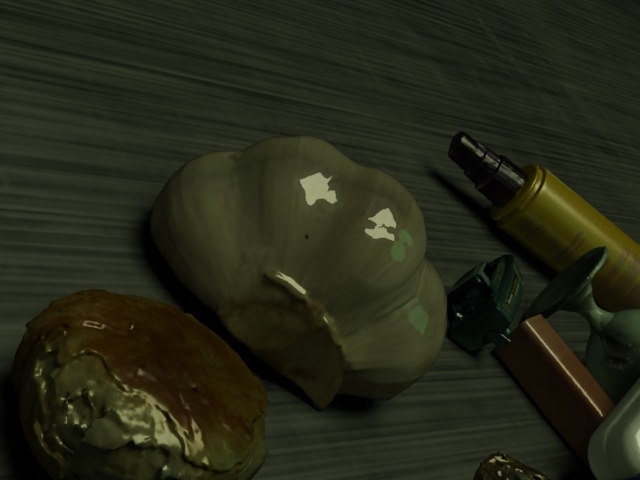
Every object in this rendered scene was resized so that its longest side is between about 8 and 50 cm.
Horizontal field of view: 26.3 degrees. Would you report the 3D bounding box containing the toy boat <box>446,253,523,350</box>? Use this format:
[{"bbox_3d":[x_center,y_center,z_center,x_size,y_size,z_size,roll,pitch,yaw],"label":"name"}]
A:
[{"bbox_3d":[0.148,0.045,1.203,0.060,0.055,0.141,48,25,-6],"label":"toy boat"}]

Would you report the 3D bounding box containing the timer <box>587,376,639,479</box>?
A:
[{"bbox_3d":[0.344,0.167,1.148,0.253,0.078,0.178,-40,98,-38],"label":"timer"}]

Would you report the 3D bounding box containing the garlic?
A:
[{"bbox_3d":[0.000,0.000,0.963,0.229,0.143,0.178,27,31,-15],"label":"garlic"}]

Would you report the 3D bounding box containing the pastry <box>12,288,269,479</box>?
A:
[{"bbox_3d":[-0.097,0.089,0.750,0.153,0.081,0.153,30,31,-20],"label":"pastry"}]

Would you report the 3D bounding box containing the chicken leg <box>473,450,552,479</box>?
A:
[{"bbox_3d":[0.181,0.222,0.987,0.198,0.069,0.085,35,2,-33],"label":"chicken leg"}]

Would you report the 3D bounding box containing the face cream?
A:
[{"bbox_3d":[0.238,-0.018,1.403,0.273,0.078,0.078,37,26,-14],"label":"face cream"}]

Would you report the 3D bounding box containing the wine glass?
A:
[{"bbox_3d":[0.303,0.121,1.261,0.231,0.103,0.103,45,25,-2],"label":"wine glass"}]

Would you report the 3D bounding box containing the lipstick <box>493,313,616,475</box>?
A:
[{"bbox_3d":[0.214,0.134,1.177,0.145,0.045,0.045,53,29,15],"label":"lipstick"}]
